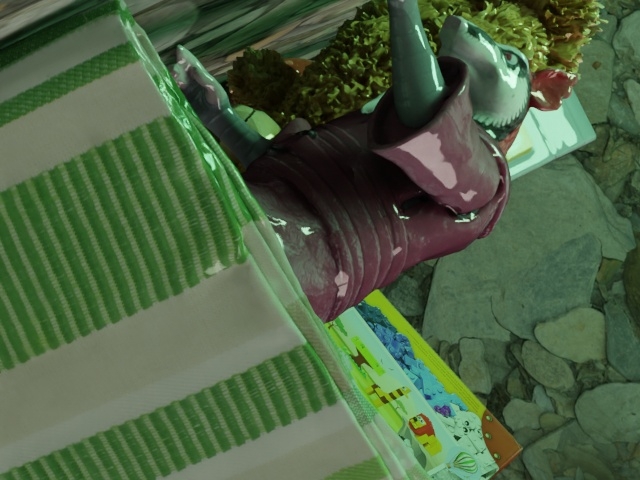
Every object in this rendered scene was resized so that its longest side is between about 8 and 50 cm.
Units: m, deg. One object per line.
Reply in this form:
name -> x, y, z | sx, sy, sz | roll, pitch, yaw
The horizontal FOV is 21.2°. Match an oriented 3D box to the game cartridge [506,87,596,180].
game cartridge -> 0.117, -0.130, 1.734 | 0.297, 0.198, 0.062 | -27, -177, -19

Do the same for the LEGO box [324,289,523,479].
LEGO box -> -0.092, 0.152, 1.774 | 0.372, 0.500, 0.193 | -30, 165, -52

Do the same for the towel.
towel -> -0.106, 0.072, 0.783 | 0.248, 0.325, 0.038 | -24, -153, 15

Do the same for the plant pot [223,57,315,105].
plant pot -> -0.072, -0.014, 1.534 | 0.265, 0.272, 0.272 | -33, 176, 41

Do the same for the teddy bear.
teddy bear -> 0.035, -0.099, 1.144 | 0.338, 0.113, 0.245 | -28, -141, -6

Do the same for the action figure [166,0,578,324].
action figure -> 0.000, 0.000, 0.911 | 0.370, 0.275, 0.248 | -27, -179, -20
